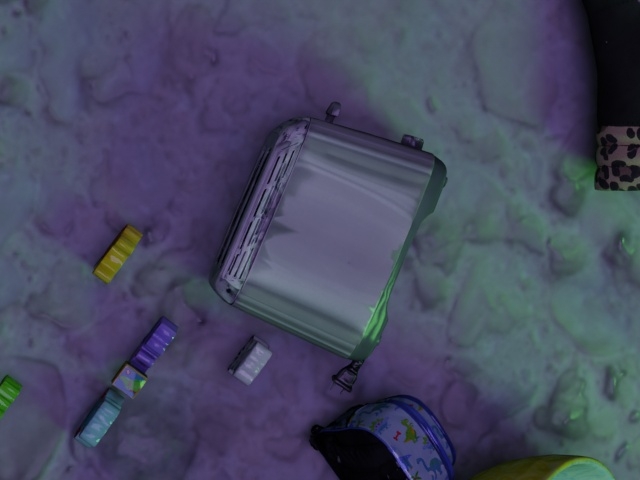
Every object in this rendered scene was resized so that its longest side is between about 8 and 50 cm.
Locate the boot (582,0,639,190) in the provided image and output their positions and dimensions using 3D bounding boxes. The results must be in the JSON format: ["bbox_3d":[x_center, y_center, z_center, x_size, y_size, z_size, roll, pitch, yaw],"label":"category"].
[{"bbox_3d":[0.401,-0.187,1.699,0.377,0.138,0.284,-2,93,-7],"label":"boot"}]

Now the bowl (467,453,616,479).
[{"bbox_3d":[0.138,0.313,1.659,0.156,0.289,0.290,9,93,32],"label":"bowl"}]

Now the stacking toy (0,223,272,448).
[{"bbox_3d":[-0.168,0.122,1.663,0.167,0.052,0.221,38,88,-9],"label":"stacking toy"}]

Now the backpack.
[{"bbox_3d":[0.065,0.184,1.673,0.084,0.114,0.105,-36,98,-26],"label":"backpack"}]

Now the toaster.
[{"bbox_3d":[0.000,0.000,1.646,0.146,0.129,0.227,23,91,-7],"label":"toaster"}]
